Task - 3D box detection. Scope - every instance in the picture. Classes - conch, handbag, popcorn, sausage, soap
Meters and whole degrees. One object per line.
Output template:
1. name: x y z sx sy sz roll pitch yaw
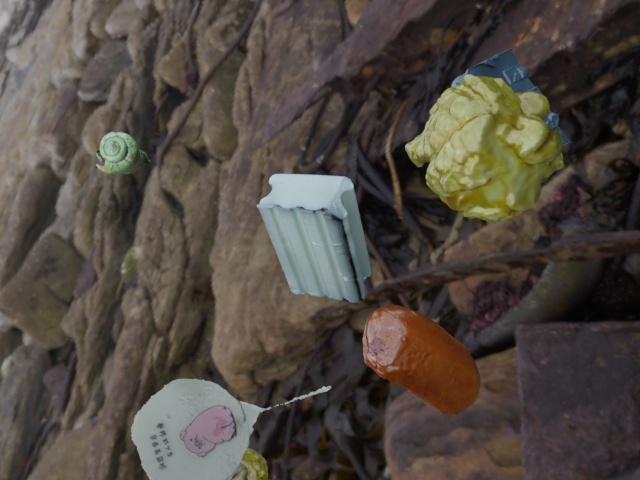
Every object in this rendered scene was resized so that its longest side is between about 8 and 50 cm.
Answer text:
1. conch: -0.446 -0.182 1.585 0.105 0.170 0.079 -31 78 0
2. handbag: 0.377 -0.254 1.396 0.179 0.229 0.062 -30 -4 -29
3. popcorn: 0.273 -0.152 1.187 0.254 0.256 0.195 -13 22 11
4. sausage: 0.173 0.200 1.188 0.133 0.258 0.133 -38 30 27
5. popcorn: -0.143 0.381 1.123 0.120 0.106 0.116 -41 2 -6
6. soap: 0.000 0.000 1.245 0.150 0.262 0.094 8 53 20

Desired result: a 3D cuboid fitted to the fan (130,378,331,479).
1. fan: -0.128 0.274 1.075 0.010 0.310 0.182 151 99 -85
